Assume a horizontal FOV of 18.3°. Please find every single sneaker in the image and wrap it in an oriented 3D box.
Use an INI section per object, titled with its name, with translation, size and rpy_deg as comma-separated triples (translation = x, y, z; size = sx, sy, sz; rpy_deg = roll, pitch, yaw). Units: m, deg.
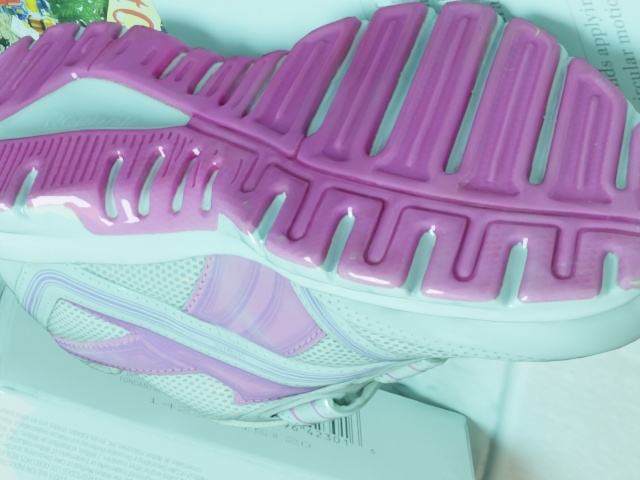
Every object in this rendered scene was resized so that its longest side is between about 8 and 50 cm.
[sneaker]
translation = 0.000, 0.000, 0.595
size = 0.252, 0.103, 0.111
rpy_deg = 8, 143, 36

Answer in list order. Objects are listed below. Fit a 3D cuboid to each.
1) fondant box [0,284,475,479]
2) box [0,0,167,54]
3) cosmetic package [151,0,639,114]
[fondant box]
translation = -0.095, 0.203, 0.983
size = 0.238, 0.096, 0.330
rpy_deg = 18, 117, -12
[box]
translation = -0.121, -0.150, 0.795
size = 0.159, 0.044, 0.233
rpy_deg = 13, 140, 23
[cosmetic package]
translation = 0.064, -0.094, 0.643
size = 0.183, 0.151, 0.151
rpy_deg = 2, 134, 32
